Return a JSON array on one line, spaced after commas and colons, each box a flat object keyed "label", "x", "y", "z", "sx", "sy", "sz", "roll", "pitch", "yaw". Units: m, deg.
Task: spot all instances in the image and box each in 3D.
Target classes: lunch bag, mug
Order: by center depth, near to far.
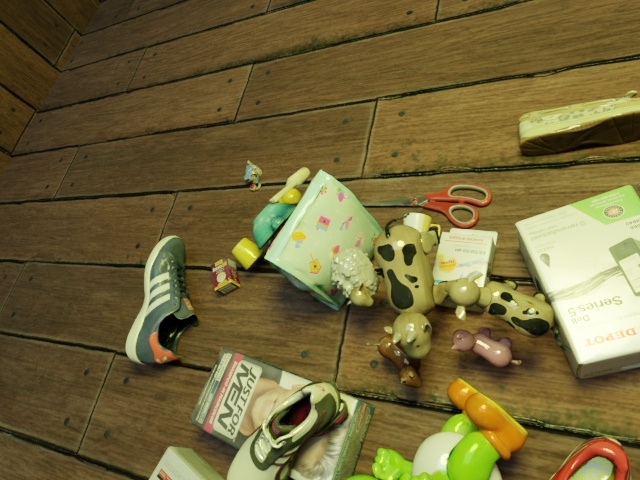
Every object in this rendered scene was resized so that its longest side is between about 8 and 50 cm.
[{"label": "lunch bag", "x": 0.000, "y": 0.000, "z": 0.965, "sx": 0.160, "sy": 0.262, "sz": 0.223, "roll": 26, "pitch": 79, "yaw": 36}, {"label": "mug", "x": 0.219, "y": -0.021, "z": 0.990, "sx": 0.078, "sy": 0.062, "sz": 0.064, "roll": 1, "pitch": 72, "yaw": 35}]

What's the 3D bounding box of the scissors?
[{"label": "scissors", "x": 0.242, "y": -0.099, "z": 1.047, "sx": 0.297, "sy": 0.021, "sz": 0.109, "roll": 15, "pitch": 74, "yaw": 34}]

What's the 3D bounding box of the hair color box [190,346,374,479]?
[{"label": "hair color box", "x": -0.084, "y": 0.356, "z": 0.912, "sx": 0.347, "sy": 0.105, "sz": 0.174, "roll": 10, "pitch": 70, "yaw": 31}]

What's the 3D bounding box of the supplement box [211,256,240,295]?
[{"label": "supplement box", "x": -0.252, "y": 0.094, "z": 1.182, "sx": 0.055, "sy": 0.043, "sz": 0.083, "roll": -29, "pitch": 53, "yaw": 12}]

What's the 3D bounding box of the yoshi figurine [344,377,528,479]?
[{"label": "yoshi figurine", "x": 0.149, "y": 0.390, "z": 0.731, "sx": 0.362, "sy": 0.203, "sz": 0.203, "roll": -52, "pitch": 37, "yaw": -4}]

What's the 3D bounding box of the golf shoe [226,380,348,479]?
[{"label": "golf shoe", "x": -0.080, "y": 0.343, "z": 0.778, "sx": 0.273, "sy": 0.120, "sz": 0.105, "roll": -46, "pitch": 55, "yaw": 0}]

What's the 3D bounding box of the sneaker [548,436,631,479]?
[{"label": "sneaker", "x": 0.351, "y": 0.403, "z": 0.647, "sx": 0.107, "sy": 0.118, "sz": 0.279, "roll": 29, "pitch": 80, "yaw": 37}]

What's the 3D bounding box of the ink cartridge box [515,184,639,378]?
[{"label": "ink cartridge box", "x": 0.485, "y": 0.071, "z": 0.762, "sx": 0.198, "sy": 0.115, "sz": 0.273, "roll": -20, "pitch": 56, "yaw": 17}]

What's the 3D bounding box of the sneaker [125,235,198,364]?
[{"label": "sneaker", "x": -0.385, "y": 0.153, "z": 1.179, "sx": 0.148, "sy": 0.131, "sz": 0.350, "roll": -1, "pitch": 69, "yaw": 19}]

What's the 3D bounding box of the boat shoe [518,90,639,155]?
[{"label": "boat shoe", "x": 0.557, "y": -0.251, "z": 0.909, "sx": 0.285, "sy": 0.104, "sz": 0.089, "roll": -6, "pitch": 64, "yaw": 26}]

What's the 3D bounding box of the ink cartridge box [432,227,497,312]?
[{"label": "ink cartridge box", "x": 0.293, "y": 0.046, "z": 0.910, "sx": 0.104, "sy": 0.061, "sz": 0.181, "roll": 6, "pitch": 67, "yaw": 30}]

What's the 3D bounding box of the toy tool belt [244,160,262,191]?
[{"label": "toy tool belt", "x": -0.205, "y": -0.190, "z": 1.309, "sx": 0.052, "sy": 0.051, "sz": 0.083, "roll": -11, "pitch": 60, "yaw": 22}]

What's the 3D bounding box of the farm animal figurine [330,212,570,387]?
[{"label": "farm animal figurine", "x": 0.189, "y": 0.105, "z": 0.772, "sx": 0.330, "sy": 0.172, "sz": 0.327, "roll": -35, "pitch": 77, "yaw": 31}]

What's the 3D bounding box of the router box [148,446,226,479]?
[{"label": "router box", "x": -0.258, "y": 0.633, "z": 0.864, "sx": 0.335, "sy": 0.082, "sz": 0.301, "roll": 22, "pitch": 76, "yaw": 35}]

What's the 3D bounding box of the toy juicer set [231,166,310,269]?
[{"label": "toy juicer set", "x": -0.086, "y": -0.058, "z": 1.068, "sx": 0.089, "sy": 0.329, "sz": 0.209, "roll": 41, "pitch": 54, "yaw": -2}]
